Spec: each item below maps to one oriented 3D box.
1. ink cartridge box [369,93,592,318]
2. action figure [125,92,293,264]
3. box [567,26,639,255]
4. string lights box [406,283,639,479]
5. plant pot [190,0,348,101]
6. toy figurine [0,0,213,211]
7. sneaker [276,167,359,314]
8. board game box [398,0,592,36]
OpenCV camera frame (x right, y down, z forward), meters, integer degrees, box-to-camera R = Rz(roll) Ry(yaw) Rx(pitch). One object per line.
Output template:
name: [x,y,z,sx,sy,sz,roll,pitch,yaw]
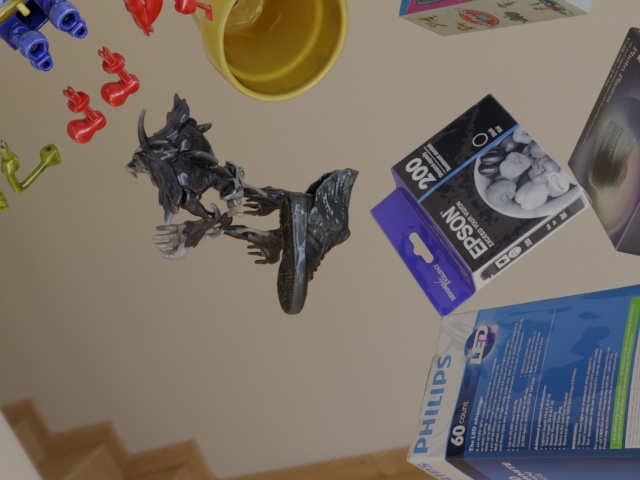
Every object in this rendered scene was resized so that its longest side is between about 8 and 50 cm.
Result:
ink cartridge box: [0.169,-0.045,1.133,0.208,0.045,0.206,-39,46,7]
action figure: [-0.148,-0.057,1.147,0.140,0.164,0.275,-20,-31,29]
box: [0.597,-0.166,1.703,0.182,0.296,0.294,9,33,-12]
string lights box: [0.192,0.112,0.723,0.259,0.076,0.133,-15,49,48]
plant pot: [-0.117,-0.405,1.753,0.254,0.254,0.239,-30,41,-16]
toy figurine: [-0.311,-0.208,0.938,0.362,0.217,0.191,-45,-27,-2]
sneaker: [-0.001,0.000,1.140,0.089,0.170,0.051,1,-2,-27]
board game box: [0.255,-0.421,1.380,0.097,0.224,0.303,14,-4,-31]
